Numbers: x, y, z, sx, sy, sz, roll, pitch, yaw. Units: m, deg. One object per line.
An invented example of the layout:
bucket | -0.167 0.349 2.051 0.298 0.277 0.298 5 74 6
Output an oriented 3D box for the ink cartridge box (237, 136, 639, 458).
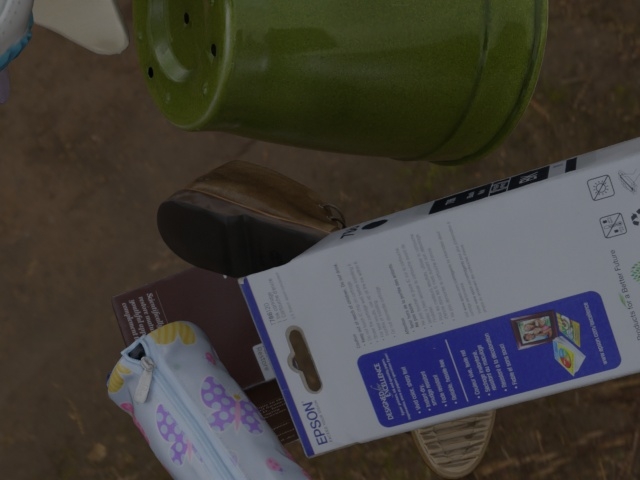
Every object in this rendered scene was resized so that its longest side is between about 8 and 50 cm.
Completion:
ink cartridge box | 0.118 0.047 1.049 0.333 0.165 0.065 -16 13 14

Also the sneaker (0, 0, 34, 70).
sneaker | -0.153 -0.133 0.339 0.087 0.228 0.092 -41 16 -17

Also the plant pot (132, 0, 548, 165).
plant pot | -0.005 -0.251 1.501 0.353 0.366 0.366 -7 50 -30

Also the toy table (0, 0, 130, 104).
toy table | -0.295 -0.273 1.283 0.161 0.274 0.252 -16 39 4

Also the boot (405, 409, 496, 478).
boot | 0.112 0.153 1.372 0.090 0.207 0.248 -1 58 -6

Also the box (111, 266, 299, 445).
box | -0.120 0.146 1.556 0.167 0.203 0.168 -20 61 -6

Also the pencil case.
pencil case | -0.092 0.203 1.302 0.113 0.124 0.273 -33 65 -15

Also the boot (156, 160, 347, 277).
boot | 0.000 0.000 1.299 0.305 0.112 0.115 24 44 22
